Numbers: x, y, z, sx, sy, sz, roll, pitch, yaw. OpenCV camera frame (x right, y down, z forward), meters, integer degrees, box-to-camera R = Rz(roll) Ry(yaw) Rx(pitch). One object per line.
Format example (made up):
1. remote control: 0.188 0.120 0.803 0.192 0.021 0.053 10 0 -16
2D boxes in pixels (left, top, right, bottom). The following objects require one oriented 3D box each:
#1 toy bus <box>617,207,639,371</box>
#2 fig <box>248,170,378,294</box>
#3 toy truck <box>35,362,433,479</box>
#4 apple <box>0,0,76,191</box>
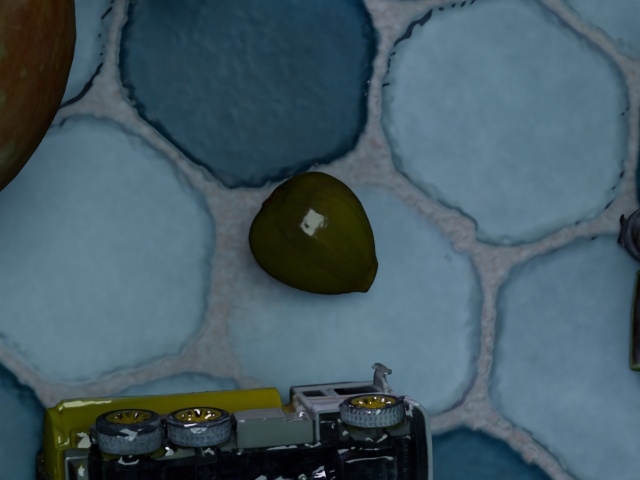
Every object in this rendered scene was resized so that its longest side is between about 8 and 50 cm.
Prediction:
1. toy bus: 0.282 -0.057 1.289 0.139 0.113 0.302 13 80 -8
2. fig: 0.000 0.000 1.243 0.088 0.074 0.074 39 74 -21
3. toy truck: -0.053 0.132 1.185 0.226 0.114 0.098 -4 102 -11
4. apple: -0.295 -0.132 1.111 0.309 0.277 0.250 16 66 -43
